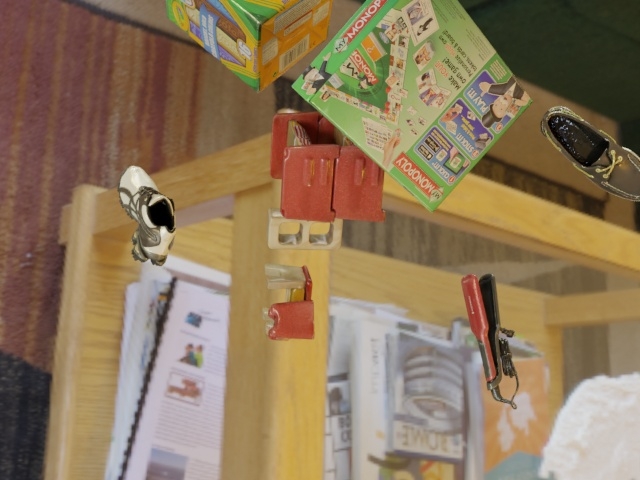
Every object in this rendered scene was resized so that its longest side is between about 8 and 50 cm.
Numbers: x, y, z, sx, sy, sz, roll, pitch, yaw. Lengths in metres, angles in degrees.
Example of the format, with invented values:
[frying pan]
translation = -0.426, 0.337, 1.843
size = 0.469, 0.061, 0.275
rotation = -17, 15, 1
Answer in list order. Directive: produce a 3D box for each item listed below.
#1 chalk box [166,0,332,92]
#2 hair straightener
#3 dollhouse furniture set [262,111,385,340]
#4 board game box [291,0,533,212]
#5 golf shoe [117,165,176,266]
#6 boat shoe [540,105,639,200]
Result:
[chalk box]
translation = -0.140, -0.424, 1.535
size = 0.289, 0.179, 0.180
rotation = 41, 65, 15
[hair straightener]
translation = 0.299, 0.165, 1.545
size = 0.089, 0.047, 0.230
rotation = -3, 72, -33
[dollhouse furniture set]
translation = 0.000, 0.000, 1.450
size = 0.152, 0.201, 0.374
rotation = 1, 114, -9
[board game box]
translation = 0.131, -0.189, 1.209
size = 0.213, 0.046, 0.317
rotation = -47, 138, 6
[golf shoe]
translation = -0.268, -0.057, 1.503
size = 0.077, 0.094, 0.198
rotation = 7, 48, -39
[boat shoe]
translation = 0.467, -0.141, 1.580
size = 0.228, 0.081, 0.069
rotation = 38, 18, 7
